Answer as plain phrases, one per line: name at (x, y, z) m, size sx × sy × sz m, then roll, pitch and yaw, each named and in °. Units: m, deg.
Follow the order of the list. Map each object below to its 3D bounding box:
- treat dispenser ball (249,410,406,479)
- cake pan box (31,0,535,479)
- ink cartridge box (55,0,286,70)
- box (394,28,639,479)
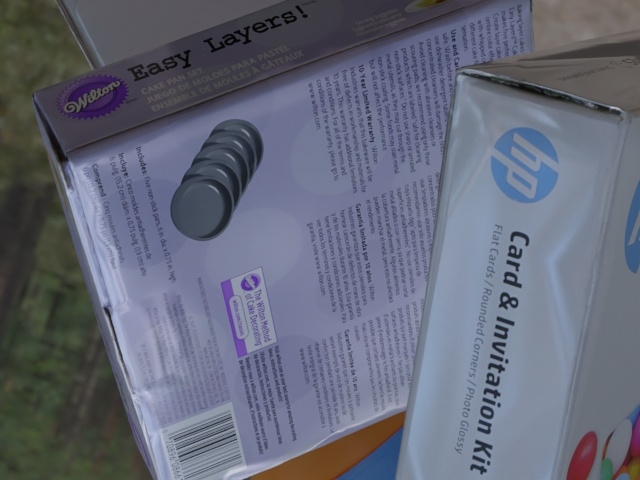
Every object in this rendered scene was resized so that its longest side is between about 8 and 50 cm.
treat dispenser ball at (0.087, 0.209, 1.225) m, size 0.288 × 0.288 × 0.288 m, roll 19°, pitch 175°, yaw 2°
cake pan box at (0.000, 0.000, 0.931) m, size 0.070 × 0.245 × 0.267 m, roll -122°, pitch 15°, yaw -47°
ink cartridge box at (-0.019, -0.089, 1.166) m, size 0.197 × 0.198 × 0.270 m, roll 60°, pitch 180°, yaw 30°
box at (0.063, 0.049, 0.390) m, size 0.038 × 0.186 × 0.145 m, roll 17°, pitch -162°, yaw 29°
